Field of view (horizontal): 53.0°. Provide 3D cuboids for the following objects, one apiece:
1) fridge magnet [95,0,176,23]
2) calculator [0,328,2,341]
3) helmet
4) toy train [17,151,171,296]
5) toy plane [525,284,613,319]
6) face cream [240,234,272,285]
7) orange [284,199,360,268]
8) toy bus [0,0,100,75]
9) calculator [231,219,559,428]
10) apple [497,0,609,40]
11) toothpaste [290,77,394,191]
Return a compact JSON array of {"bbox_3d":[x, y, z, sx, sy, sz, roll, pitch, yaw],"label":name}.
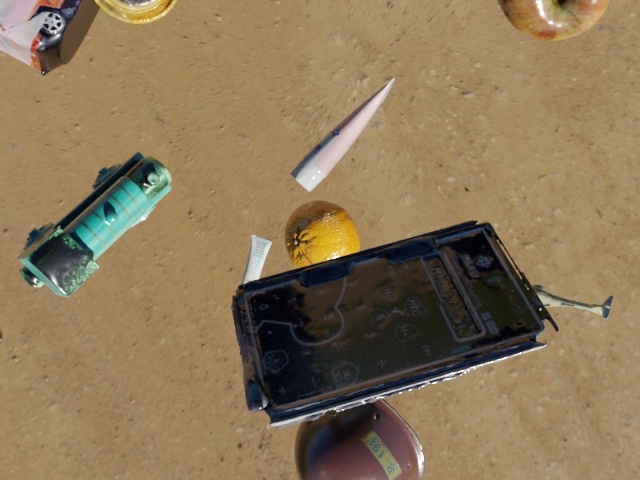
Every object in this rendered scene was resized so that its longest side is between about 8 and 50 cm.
[{"bbox_3d":[-0.278,-0.399,0.958,0.142,0.063,0.143,-4,106,-15],"label":"fridge magnet"},{"bbox_3d":[-0.694,0.184,1.292,0.103,0.024,0.166,19,150,-22],"label":"calculator"},{"bbox_3d":[0.025,0.250,0.747,0.155,0.106,0.175,-19,96,44],"label":"helmet"},{"bbox_3d":[-0.379,-0.032,1.101,0.298,0.194,0.120,-49,112,-23],"label":"toy train"},{"bbox_3d":[0.557,0.144,1.573,0.286,0.092,0.108,12,151,29],"label":"toy plane"},{"bbox_3d":[-0.115,0.048,1.113,0.038,0.020,0.115,17,84,-14],"label":"face cream"},{"bbox_3d":[0.000,0.000,1.521,0.193,0.161,0.194,27,129,40],"label":"orange"},{"bbox_3d":[-0.477,-0.460,1.158,0.147,0.127,0.303,23,78,-14],"label":"toy bus"},{"bbox_3d":[0.058,0.068,0.592,0.273,0.166,0.028,-15,132,-4],"label":"calculator"},{"bbox_3d":[0.167,-0.188,0.461,0.083,0.071,0.084,8,138,7],"label":"apple"},{"bbox_3d":[0.036,-0.153,0.920,0.043,0.067,0.194,43,92,1],"label":"toothpaste"}]
